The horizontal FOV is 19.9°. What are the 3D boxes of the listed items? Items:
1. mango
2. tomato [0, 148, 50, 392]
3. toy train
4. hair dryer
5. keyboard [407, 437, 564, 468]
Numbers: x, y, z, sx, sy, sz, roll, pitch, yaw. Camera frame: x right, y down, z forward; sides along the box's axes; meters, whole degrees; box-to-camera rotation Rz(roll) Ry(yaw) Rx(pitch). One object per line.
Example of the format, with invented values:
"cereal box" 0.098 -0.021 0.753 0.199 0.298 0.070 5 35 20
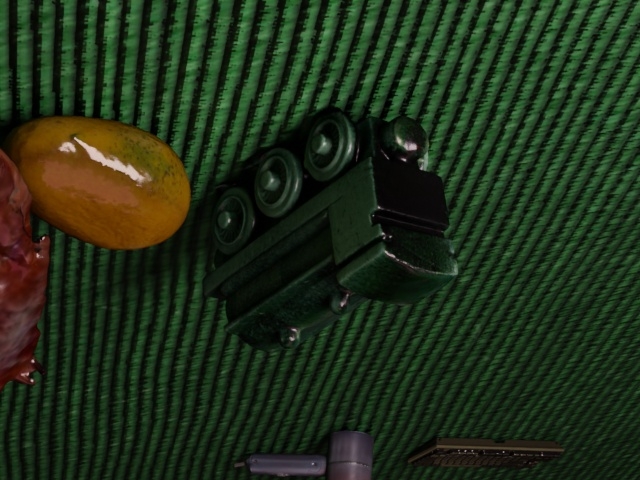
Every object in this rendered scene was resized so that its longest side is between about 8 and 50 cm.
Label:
"mango" -0.117 -0.032 0.943 0.079 0.057 0.114 -18 152 34
"tomato" -0.292 0.024 0.873 0.309 0.170 0.309 -23 133 -27
"toy train" 0.000 0.000 0.991 0.071 0.111 0.170 16 145 -35
"hair dryer" -0.016 0.184 1.447 0.114 0.063 0.037 1 159 14
"keyboard" 0.140 0.181 1.535 0.129 0.015 0.049 5 151 -29
